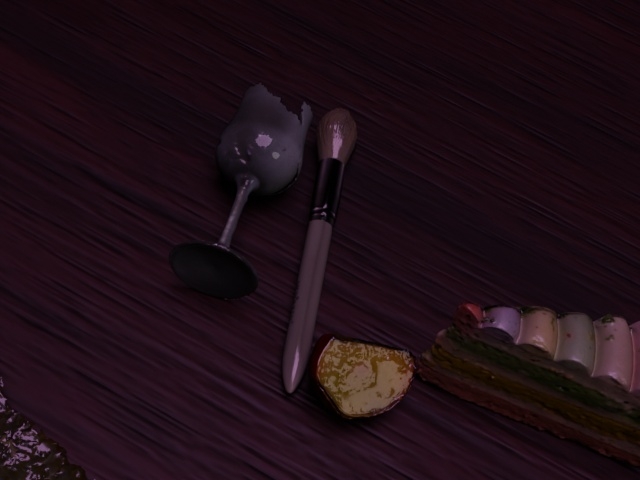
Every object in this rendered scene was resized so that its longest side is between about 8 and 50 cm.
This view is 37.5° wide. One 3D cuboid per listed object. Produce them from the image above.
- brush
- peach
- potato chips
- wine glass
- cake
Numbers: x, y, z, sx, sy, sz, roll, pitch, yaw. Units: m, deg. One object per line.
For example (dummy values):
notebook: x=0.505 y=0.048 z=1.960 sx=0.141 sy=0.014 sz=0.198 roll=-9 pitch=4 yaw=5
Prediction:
brush: x=0.000 y=0.000 z=0.828 sx=0.039 sy=0.042 sz=0.299 roll=5 pitch=57 yaw=7
peach: x=0.031 y=0.102 z=0.749 sx=0.083 sy=0.050 sz=0.077 roll=-32 pitch=91 yaw=-21
potato chips: x=-0.229 y=0.169 z=0.654 sx=0.142 sy=0.026 sz=0.209 roll=-1 pitch=56 yaw=-18
wine glass: x=-0.063 y=-0.048 z=0.816 sx=0.079 sy=0.079 sz=0.196 roll=18 pitch=54 yaw=-1
cake: x=0.196 y=0.114 z=0.746 sx=0.225 sy=0.109 sz=0.090 roll=8 pitch=54 yaw=-9
